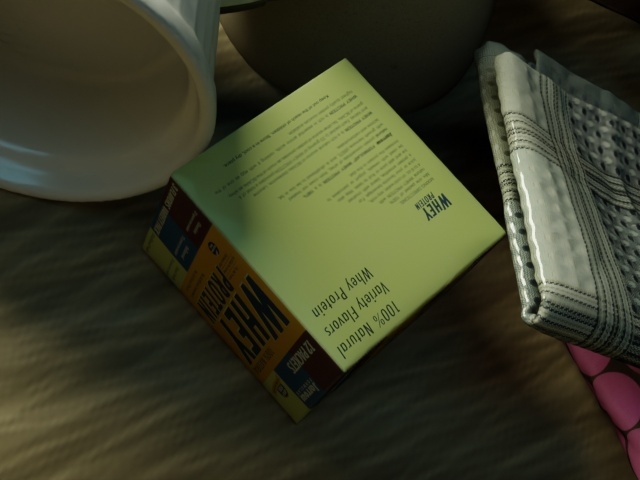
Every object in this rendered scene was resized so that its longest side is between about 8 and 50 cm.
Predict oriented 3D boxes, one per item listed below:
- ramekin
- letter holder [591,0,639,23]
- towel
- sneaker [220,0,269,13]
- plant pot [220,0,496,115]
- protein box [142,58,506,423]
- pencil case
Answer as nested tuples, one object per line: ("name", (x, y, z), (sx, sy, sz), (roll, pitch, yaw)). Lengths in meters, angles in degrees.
("ramekin", (-0.209, -0.164, 0.915), (0.277, 0.277, 0.135), (15, 54, -11))
("letter holder", (0.331, -0.341, 1.128), (0.302, 0.214, 0.152), (0, 60, -57))
("towel", (0.278, -0.021, 1.040), (0.312, 0.056, 0.324), (20, 45, -28))
("sneaker", (-0.173, -0.309, 0.908), (0.447, 0.257, 0.169), (5, 75, 13))
("plant pot", (0.053, -0.284, 1.098), (0.284, 0.191, 0.284), (7, 64, -14))
("protein box", (0.000, 0.000, 0.977), (0.200, 0.136, 0.201), (-38, 81, -29))
("pencil case", (0.273, 0.120, 1.040), (0.095, 0.098, 0.209), (-29, 73, 19))
